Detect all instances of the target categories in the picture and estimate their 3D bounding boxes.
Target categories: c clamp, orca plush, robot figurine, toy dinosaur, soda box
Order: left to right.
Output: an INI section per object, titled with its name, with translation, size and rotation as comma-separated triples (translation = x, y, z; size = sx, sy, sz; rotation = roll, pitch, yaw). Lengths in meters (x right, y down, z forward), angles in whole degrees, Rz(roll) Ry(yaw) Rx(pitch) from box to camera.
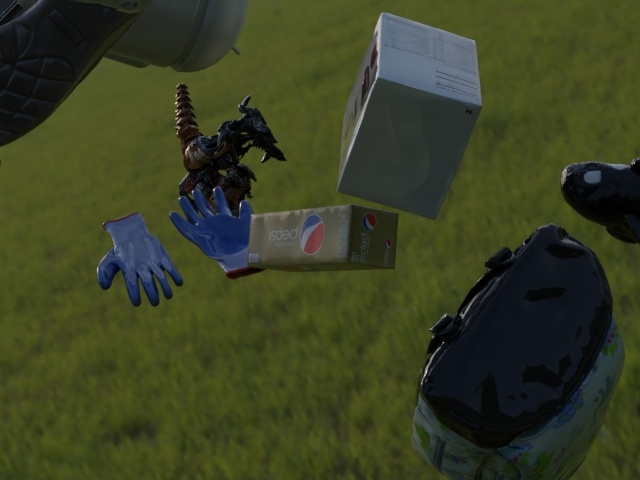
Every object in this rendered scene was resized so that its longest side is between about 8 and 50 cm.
[c clamp]
translation = -0.499, -0.352, 2.225
size = 0.160, 0.022, 0.137
rotation = -51, 39, -9
[robot figurine]
translation = -0.256, -0.361, 1.963
size = 0.353, 0.199, 0.300
rotation = 13, -34, -22
[toy dinosaur]
translation = -0.195, -0.168, 2.642
size = 0.218, 0.322, 0.164
rotation = -30, 8, 0
[soda box]
translation = 0.000, 0.000, 1.371
size = 0.061, 0.058, 0.181
rotation = 9, -7, -35
[orca plush]
translation = 0.447, -0.006, 1.805
size = 0.151, 0.287, 0.102
rotation = -51, 6, 48

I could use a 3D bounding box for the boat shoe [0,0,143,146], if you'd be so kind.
[boat shoe]
translation = -0.337, -0.236, 1.704
size = 0.355, 0.132, 0.130
rotation = -38, 2, 7

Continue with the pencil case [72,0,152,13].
[pencil case]
translation = -0.289, -0.321, 1.406
size = 0.273, 0.124, 0.113
rotation = 9, 18, -39

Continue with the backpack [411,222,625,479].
[backpack]
translation = 0.235, 0.193, 1.665
size = 0.290, 0.273, 0.355
rotation = -49, -5, -26

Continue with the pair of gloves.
[pair of gloves]
translation = -0.160, 0.005, 1.521
size = 0.198, 0.023, 0.159
rotation = -16, 42, -16

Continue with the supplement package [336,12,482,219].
[supplement package]
translation = 0.122, -0.175, 1.891
size = 0.149, 0.194, 0.203
rotation = 15, 33, -7
